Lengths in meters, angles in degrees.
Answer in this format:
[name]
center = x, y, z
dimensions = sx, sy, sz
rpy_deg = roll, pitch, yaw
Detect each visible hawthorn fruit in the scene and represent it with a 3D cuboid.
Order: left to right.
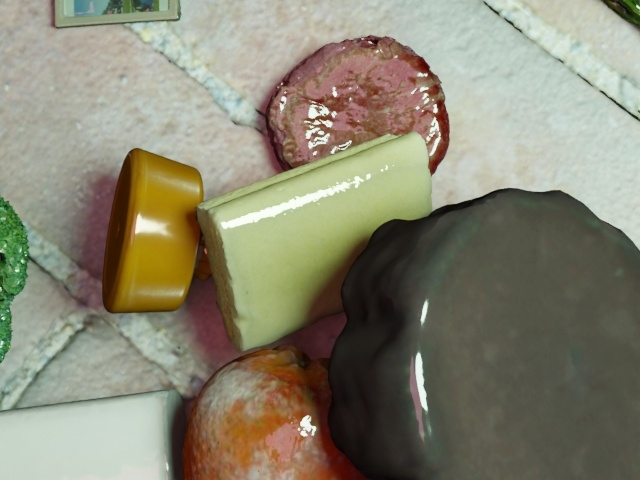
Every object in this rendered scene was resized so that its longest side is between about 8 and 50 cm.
[hawthorn fruit]
center = -0.025, 0.166, 1.022
dimensions = 0.173, 0.173, 0.173
rpy_deg = -1, 85, 7

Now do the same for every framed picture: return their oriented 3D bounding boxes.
[framed picture]
center = -0.175, -0.257, 1.150
dimensions = 0.109, 0.011, 0.149
rpy_deg = -3, 85, 6

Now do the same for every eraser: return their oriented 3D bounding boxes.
[eraser]
center = -0.237, 0.221, 1.075
dimensions = 0.270, 0.095, 0.174
rpy_deg = -8, 84, 5

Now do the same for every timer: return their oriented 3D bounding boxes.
[timer]
center = -0.088, 0.003, 1.077
dimensions = 0.152, 0.132, 0.132
rpy_deg = 9, 86, -15

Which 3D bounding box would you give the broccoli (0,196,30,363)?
[broccoli]
center = -0.362, 0.031, 1.027
dimensions = 0.270, 0.270, 0.270
rpy_deg = 4, 100, 25

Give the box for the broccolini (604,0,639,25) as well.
[broccolini]
center = 0.283, -0.159, 1.084
dimensions = 0.254, 0.071, 0.057
rpy_deg = 47, 50, 2

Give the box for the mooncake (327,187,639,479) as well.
[mooncake]
center = 0.128, 0.102, 0.968
dimensions = 0.283, 0.141, 0.283
rpy_deg = 11, 71, -34

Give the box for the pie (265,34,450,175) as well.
[pie]
center = 0.031, -0.095, 1.098
dimensions = 0.153, 0.038, 0.153
rpy_deg = 0, 86, 5

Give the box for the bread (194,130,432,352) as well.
[bread]
center = 0.000, -0.001, 1.032
dimensions = 0.178, 0.139, 0.060
rpy_deg = -21, 38, -20
